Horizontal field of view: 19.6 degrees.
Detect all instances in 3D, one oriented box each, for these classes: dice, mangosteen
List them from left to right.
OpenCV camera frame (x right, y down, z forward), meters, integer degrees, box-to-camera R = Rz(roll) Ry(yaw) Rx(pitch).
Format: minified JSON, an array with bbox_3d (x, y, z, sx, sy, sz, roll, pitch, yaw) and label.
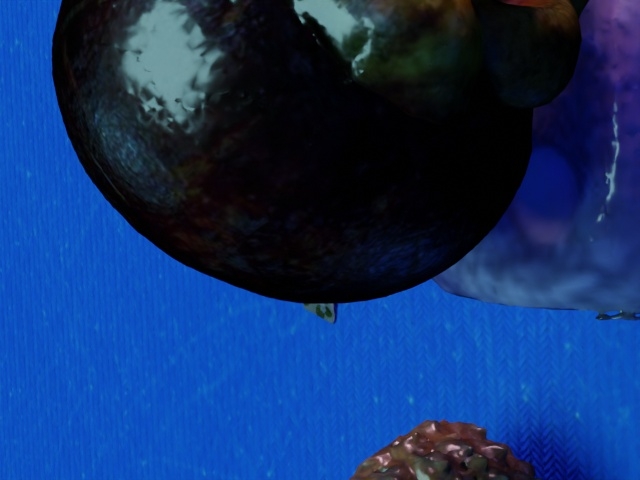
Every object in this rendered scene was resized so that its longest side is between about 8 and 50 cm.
[{"bbox_3d":[0.001,-0.117,1.122,0.330,0.330,0.330,7,99,55],"label":"mangosteen"},{"bbox_3d":[0.218,-0.094,1.314,0.270,0.270,0.271,6,98,55],"label":"dice"}]

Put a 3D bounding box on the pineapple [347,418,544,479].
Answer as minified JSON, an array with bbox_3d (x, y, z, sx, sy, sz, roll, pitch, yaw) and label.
[{"bbox_3d":[0.177,0.310,1.492,0.357,0.223,0.223,34,122,27],"label":"pineapple"}]

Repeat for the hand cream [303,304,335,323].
[{"bbox_3d":[0.000,0.000,1.854,0.057,0.037,0.165,27,121,51],"label":"hand cream"}]
